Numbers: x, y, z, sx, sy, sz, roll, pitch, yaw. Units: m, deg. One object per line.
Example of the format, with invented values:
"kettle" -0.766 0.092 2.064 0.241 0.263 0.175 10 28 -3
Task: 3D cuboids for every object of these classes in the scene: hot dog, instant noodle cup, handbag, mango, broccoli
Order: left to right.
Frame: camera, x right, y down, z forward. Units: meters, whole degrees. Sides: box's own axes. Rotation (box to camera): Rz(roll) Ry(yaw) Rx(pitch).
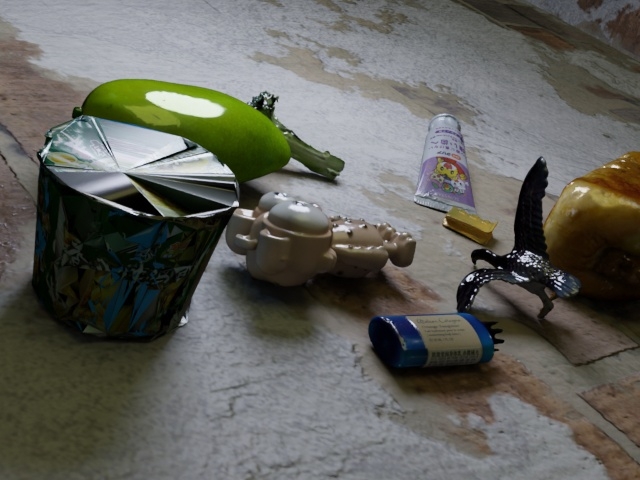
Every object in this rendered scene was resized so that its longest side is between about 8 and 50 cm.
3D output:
"instant noodle cup" -0.221 -0.009 1.078 0.240 0.178 0.240 16 27 -8
"mango" -0.187 -0.146 1.382 0.343 0.155 0.192 0 35 -38
"broccoli" -0.054 -0.160 1.579 0.204 0.118 0.122 30 13 -16
"handbag" 0.252 -0.028 1.599 0.083 0.027 0.061 26 29 15
"hot dog" 0.532 -0.016 1.589 0.223 0.185 0.405 31 29 24

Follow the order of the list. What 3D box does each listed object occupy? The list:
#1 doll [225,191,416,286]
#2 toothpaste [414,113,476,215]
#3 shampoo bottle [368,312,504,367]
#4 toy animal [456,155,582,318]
"doll" 0.002 0.001 1.289 0.278 0.119 0.154 -1 20 -46
"toothpaste" 0.230 -0.138 1.757 0.114 0.073 0.299 17 35 -5
"shampoo bottle" 0.156 0.127 1.220 0.183 0.050 0.087 1 29 -32
"toy animal" 0.283 0.049 1.399 0.160 0.197 0.272 39 73 3
